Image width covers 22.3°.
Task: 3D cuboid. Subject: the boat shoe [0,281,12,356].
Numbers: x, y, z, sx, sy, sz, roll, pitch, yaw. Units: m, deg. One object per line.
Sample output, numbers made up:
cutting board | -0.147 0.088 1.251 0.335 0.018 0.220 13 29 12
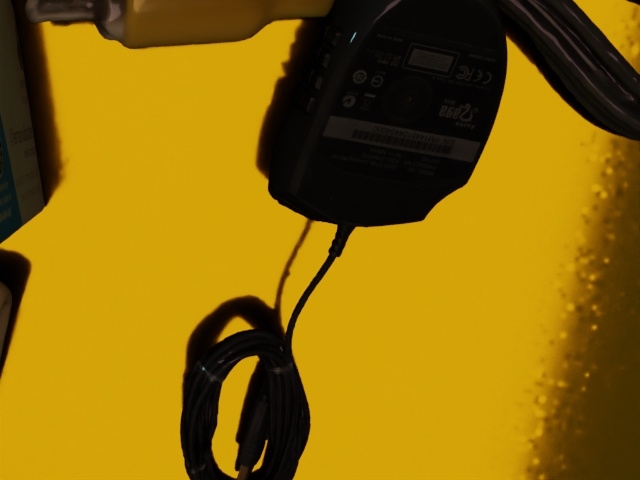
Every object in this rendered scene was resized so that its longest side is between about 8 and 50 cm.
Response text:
boat shoe | -0.166 0.158 0.595 0.098 0.109 0.302 5 91 -4

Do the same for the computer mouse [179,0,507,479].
computer mouse | 0.000 0.000 0.596 0.071 0.041 0.242 11 118 -28

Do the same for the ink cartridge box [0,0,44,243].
ink cartridge box | -0.153 -0.091 0.547 0.082 0.139 0.190 -6 97 -2

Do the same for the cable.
cable | 0.037 -0.118 0.615 0.287 0.072 0.139 12 83 -18
